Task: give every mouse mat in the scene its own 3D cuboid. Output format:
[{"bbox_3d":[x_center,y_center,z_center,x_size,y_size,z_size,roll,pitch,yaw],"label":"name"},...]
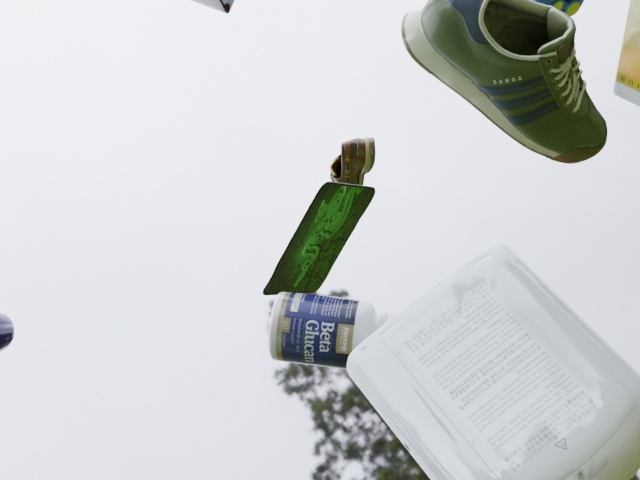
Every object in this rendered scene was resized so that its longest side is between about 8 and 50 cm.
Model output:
[{"bbox_3d":[0.000,0.000,1.362,0.153,0.007,0.189,1,-58,-58],"label":"mouse mat"}]

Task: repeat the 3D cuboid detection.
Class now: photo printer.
[{"bbox_3d":[0.214,0.180,1.089,0.256,0.307,0.107,-37,-34,-6],"label":"photo printer"}]

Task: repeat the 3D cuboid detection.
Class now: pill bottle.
[{"bbox_3d":[0.022,0.122,1.267,0.169,0.094,0.094,5,-46,9],"label":"pill bottle"}]

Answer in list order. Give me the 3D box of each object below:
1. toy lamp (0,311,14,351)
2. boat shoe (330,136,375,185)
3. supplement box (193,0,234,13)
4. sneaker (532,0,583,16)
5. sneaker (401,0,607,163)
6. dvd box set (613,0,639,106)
[{"bbox_3d":[-0.444,0.111,1.059,0.080,0.080,0.275,-52,-15,13],"label":"toy lamp"},{"bbox_3d":[0.044,-0.119,1.591,0.060,0.064,0.178,2,-25,-11],"label":"boat shoe"},{"bbox_3d":[-0.128,-0.465,1.374,0.130,0.073,0.239,56,-124,-83],"label":"supplement box"},{"bbox_3d":[0.296,-0.328,1.299,0.067,0.188,0.078,12,-101,-15],"label":"sneaker"},{"bbox_3d":[0.156,-0.124,0.686,0.192,0.064,0.086,29,-34,-23],"label":"sneaker"},{"bbox_3d":[0.494,-0.287,1.050,0.062,0.308,0.420,-31,-40,-27],"label":"dvd box set"}]
